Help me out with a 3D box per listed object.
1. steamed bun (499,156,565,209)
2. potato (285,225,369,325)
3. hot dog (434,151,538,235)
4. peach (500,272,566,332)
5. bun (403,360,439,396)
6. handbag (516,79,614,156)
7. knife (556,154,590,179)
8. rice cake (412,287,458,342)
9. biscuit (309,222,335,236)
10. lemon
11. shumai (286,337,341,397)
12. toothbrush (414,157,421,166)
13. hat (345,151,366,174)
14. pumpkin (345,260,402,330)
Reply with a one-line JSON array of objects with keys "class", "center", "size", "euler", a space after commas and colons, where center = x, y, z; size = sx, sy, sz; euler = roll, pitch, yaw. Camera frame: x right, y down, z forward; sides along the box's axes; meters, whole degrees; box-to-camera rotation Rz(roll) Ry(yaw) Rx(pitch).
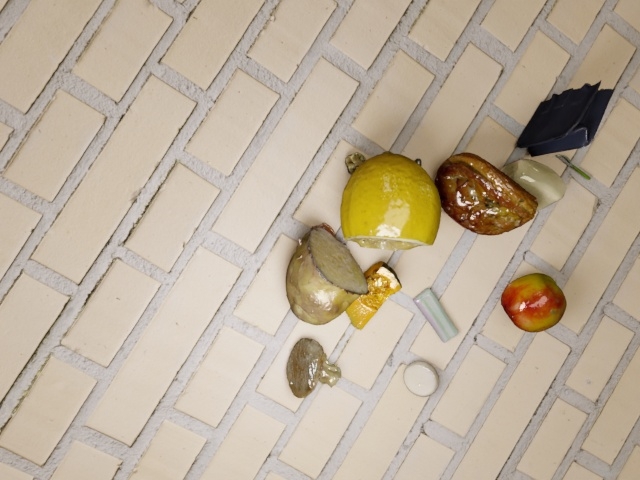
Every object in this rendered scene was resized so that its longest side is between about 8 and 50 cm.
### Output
[{"class": "steamed bun", "center": [0.805, -0.230, 1.849], "size": [0.239, 0.170, 0.152], "euler": [20, 71, -10]}, {"class": "potato", "center": [-0.019, 0.143, 1.687], "size": [0.301, 0.288, 0.237], "euler": [31, 124, -33]}, {"class": "hot dog", "center": [0.601, -0.162, 1.775], "size": [0.388, 0.267, 0.174], "euler": [33, 50, -7]}, {"class": "peach", "center": [0.813, 0.238, 1.846], "size": [0.231, 0.231, 0.230], "euler": [-1, 93, -11]}, {"class": "bun", "center": [0.389, 0.518, 1.849], "size": [0.138, 0.094, 0.138], "euler": [6, 106, 22]}, {"class": "handbag", "center": [0.895, -0.445, 1.765], "size": [0.118, 0.326, 0.269], "euler": [30, 88, -13]}, {"class": "knife", "center": [1.023, -0.300, 1.952], "size": [0.184, 0.022, 0.026], "euler": [34, 113, -10]}, {"class": "rice cake", "center": [0.447, 0.294, 1.868], "size": [0.080, 0.042, 0.221], "euler": [-37, 100, -8]}, {"class": "biscuit", "center": [0.000, 0.000, 1.779], "size": [0.102, 0.019, 0.130], "euler": [22, 88, -12]}, {"class": "lemon", "center": [0.243, -0.136, 1.661], "size": [0.365, 0.364, 0.363], "euler": [-1, 93, -11]}, {"class": "shumai", "center": [-0.024, 0.465, 1.752], "size": [0.153, 0.161, 0.209], "euler": [16, 67, -32]}, {"class": "toothbrush", "center": [0.371, -0.164, 1.835], "size": [0.030, 0.031, 0.297], "euler": [-2, 92, -36]}, {"class": "hat", "center": [0.135, -0.279, 1.769], "size": [0.076, 0.059, 0.077], "euler": [-19, 86, 25]}, {"class": "pumpkin", "center": [0.187, 0.194, 1.781], "size": [0.248, 0.126, 0.131], "euler": [-43, 100, 12]}]
